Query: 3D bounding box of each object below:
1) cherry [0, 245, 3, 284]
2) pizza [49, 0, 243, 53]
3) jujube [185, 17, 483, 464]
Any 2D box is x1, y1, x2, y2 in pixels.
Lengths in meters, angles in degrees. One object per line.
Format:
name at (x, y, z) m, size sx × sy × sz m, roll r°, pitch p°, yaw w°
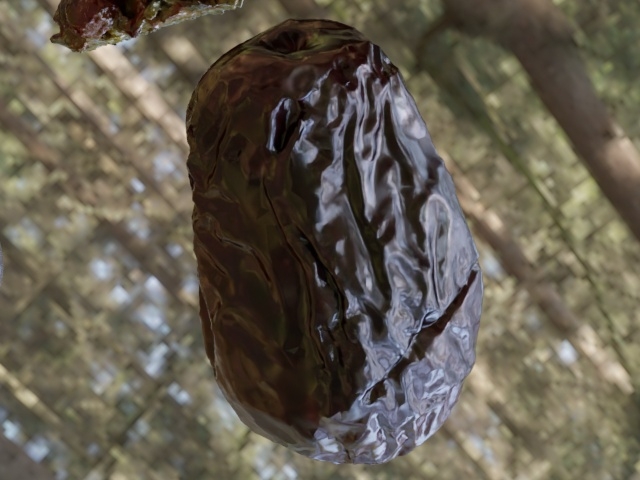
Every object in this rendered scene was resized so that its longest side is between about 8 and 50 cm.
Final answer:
cherry at (-0.365, 0.004, 1.721) m, size 0.140 × 0.176 × 0.176 m, roll -53°, pitch -149°, yaw 22°
pizza at (-0.159, -0.214, 1.564) m, size 0.201 × 0.053 × 0.193 m, roll 42°, pitch -61°, yaw 18°
jujube at (0.000, 0.000, 1.438) m, size 0.216 × 0.342 × 0.216 m, roll -8°, pitch -147°, yaw 6°
